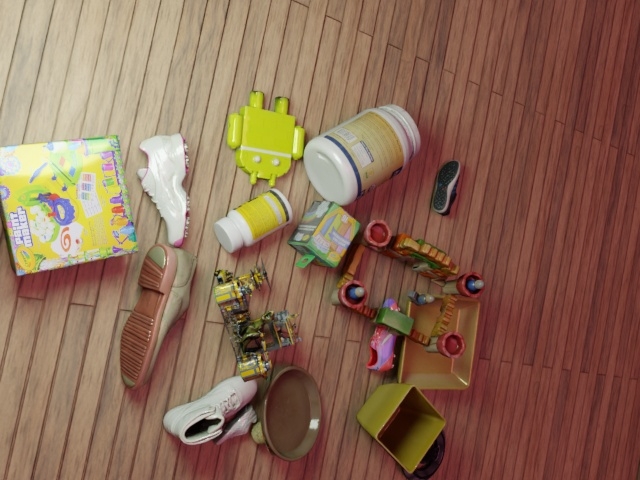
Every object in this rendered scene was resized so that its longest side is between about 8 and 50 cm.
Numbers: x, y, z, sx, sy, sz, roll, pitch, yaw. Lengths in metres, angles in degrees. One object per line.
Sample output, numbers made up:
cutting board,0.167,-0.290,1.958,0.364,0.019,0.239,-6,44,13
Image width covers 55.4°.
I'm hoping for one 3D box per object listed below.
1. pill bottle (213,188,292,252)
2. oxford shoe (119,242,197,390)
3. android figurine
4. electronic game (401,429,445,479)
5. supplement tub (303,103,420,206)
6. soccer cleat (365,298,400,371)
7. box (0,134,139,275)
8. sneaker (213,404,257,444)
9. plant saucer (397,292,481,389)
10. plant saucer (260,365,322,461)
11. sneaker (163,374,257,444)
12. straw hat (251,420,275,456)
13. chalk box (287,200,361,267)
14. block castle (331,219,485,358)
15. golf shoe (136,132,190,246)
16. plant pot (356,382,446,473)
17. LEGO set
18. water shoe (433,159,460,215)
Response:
pill bottle,-0.194,-0.055,1.763,0.208,0.119,0.119,-31,108,-26
oxford shoe,-0.424,0.212,1.638,0.146,0.140,0.397,15,95,-50
android figurine,-0.162,-0.297,1.806,0.248,0.056,0.273,8,87,-31
electronic game,0.370,0.755,2.190,0.229,0.048,0.229,-4,97,-38
supplement tub,0.131,-0.269,1.879,0.316,0.228,0.228,-33,109,-24
soccer cleat,0.209,0.318,2.052,0.095,0.083,0.248,5,93,-26
box,-0.620,-0.091,1.474,0.279,0.177,0.290,-12,100,-30
sneaker,-0.249,0.559,1.809,0.152,0.053,0.061,-38,113,-24
plant saucer,0.406,0.357,2.168,0.332,0.081,0.333,8,88,-31
plant saucer,-0.091,0.523,1.852,0.277,0.041,0.278,16,70,-52
sneaker,-0.279,0.483,1.719,0.292,0.169,0.108,-24,103,-29
straw hat,-0.175,0.582,1.846,0.061,0.144,0.145,-13,103,14
chalk box,0.000,0.000,1.875,0.132,0.132,0.213,38,75,-27
block castle,0.287,0.155,1.939,0.453,0.213,0.303,28,72,-14
golf shoe,-0.421,-0.134,1.644,0.140,0.115,0.306,-2,92,-15
plant pot,0.246,0.598,2.026,0.212,0.187,0.212,-49,116,-19
LEGO set,-0.161,0.216,1.720,0.192,0.255,0.332,-17,91,-1
water shoe,0.454,-0.187,2.181,0.080,0.072,0.203,35,73,-55
